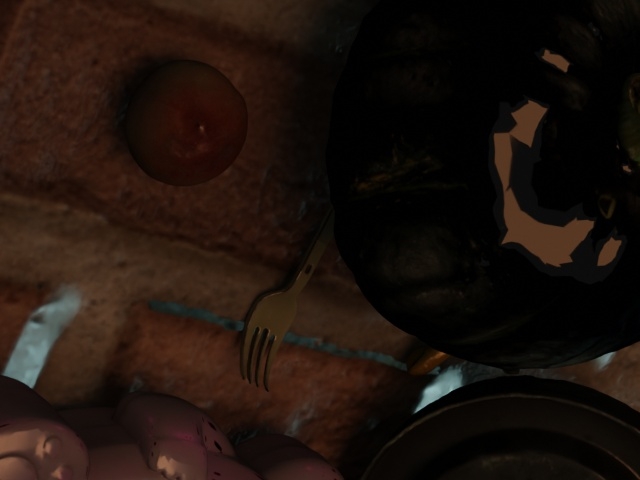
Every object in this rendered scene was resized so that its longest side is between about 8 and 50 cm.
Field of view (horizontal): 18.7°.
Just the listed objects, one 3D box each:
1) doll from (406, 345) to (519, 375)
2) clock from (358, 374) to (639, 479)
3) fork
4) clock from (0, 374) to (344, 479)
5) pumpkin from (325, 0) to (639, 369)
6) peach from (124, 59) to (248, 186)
[{"bbox_3d":[0.149,0.051,1.422,0.179,0.089,0.102,-5,111,-5],"label":"doll"},{"bbox_3d":[0.152,0.231,1.405,0.280,0.055,0.281,4,108,11],"label":"clock"},{"bbox_3d":[-0.003,-0.001,1.346,0.034,0.028,0.219,28,88,-27],"label":"fork"},{"bbox_3d":[-0.145,0.241,1.290,0.322,0.113,0.296,9,102,-34],"label":"clock"},{"bbox_3d":[0.163,-0.063,1.263,0.295,0.296,0.296,-11,112,-28],"label":"pumpkin"},{"bbox_3d":[-0.084,-0.073,1.237,0.083,0.083,0.083,-11,112,-28],"label":"peach"}]
